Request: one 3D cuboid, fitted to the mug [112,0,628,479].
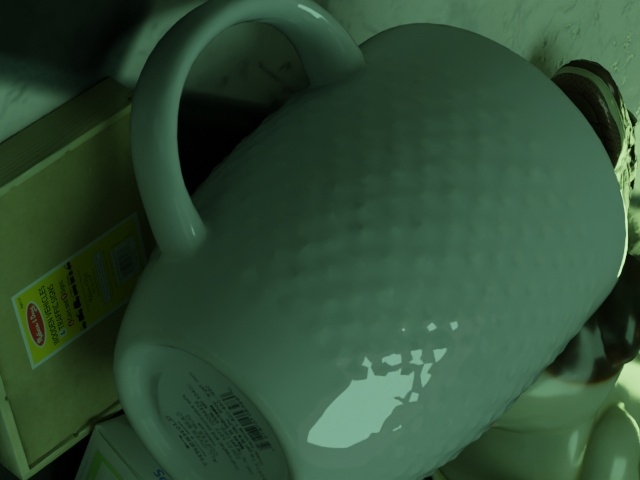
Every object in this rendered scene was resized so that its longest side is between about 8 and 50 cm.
[{"bbox_3d":[0.000,0.000,1.166,0.328,0.276,0.374,-42,114,-36],"label":"mug"}]

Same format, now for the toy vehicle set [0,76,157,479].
[{"bbox_3d":[-0.181,0.033,1.170,0.166,0.035,0.266,-36,142,-29],"label":"toy vehicle set"}]

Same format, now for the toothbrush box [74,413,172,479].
[{"bbox_3d":[-0.072,0.220,1.363,0.283,0.122,0.206,-19,143,-44],"label":"toothbrush box"}]

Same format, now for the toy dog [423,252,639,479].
[{"bbox_3d":[0.221,0.147,1.570,0.395,0.285,0.408,-45,143,-18],"label":"toy dog"}]

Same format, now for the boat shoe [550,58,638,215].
[{"bbox_3d":[0.264,-0.100,1.600,0.095,0.095,0.257,-57,156,-26],"label":"boat shoe"}]
